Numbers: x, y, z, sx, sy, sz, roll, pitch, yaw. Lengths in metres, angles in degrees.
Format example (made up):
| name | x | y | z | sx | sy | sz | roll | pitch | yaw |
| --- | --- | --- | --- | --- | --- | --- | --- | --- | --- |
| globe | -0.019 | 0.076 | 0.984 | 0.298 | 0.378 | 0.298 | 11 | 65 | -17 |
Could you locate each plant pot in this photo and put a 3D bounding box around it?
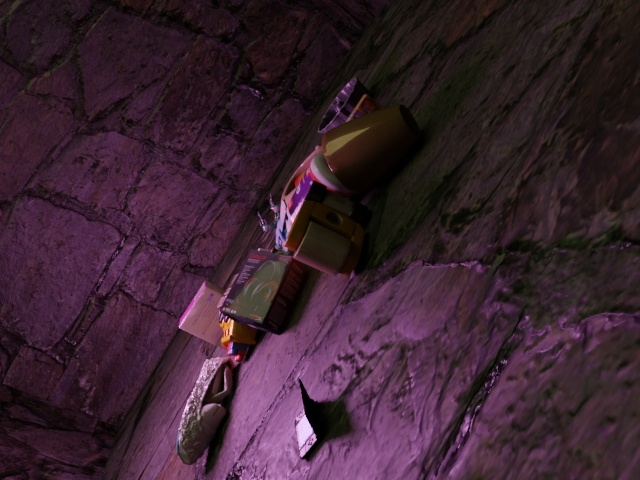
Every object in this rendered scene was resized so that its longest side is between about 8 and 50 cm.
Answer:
| name | x | y | z | sx | sy | sz | roll | pitch | yaw |
| --- | --- | --- | --- | --- | --- | --- | --- | --- | --- |
| plant pot | 0.175 | -0.310 | 1.296 | 0.254 | 0.237 | 0.237 | -29 | 31 | 33 |

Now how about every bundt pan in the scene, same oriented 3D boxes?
| name | x | y | z | sx | sy | sz | roll | pitch | yaw |
| --- | --- | --- | --- | --- | --- | --- | --- | --- | --- |
| bundt pan | 0.129 | -0.655 | 2.093 | 0.331 | 0.124 | 0.331 | -48 | 21 | 26 |

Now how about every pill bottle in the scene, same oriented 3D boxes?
| name | x | y | z | sx | sy | sz | roll | pitch | yaw |
| --- | --- | --- | --- | --- | --- | --- | --- | --- | --- |
| pill bottle | -0.008 | -0.146 | 1.484 | 0.323 | 0.182 | 0.181 | -56 | 15 | 39 |

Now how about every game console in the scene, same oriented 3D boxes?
| name | x | y | z | sx | sy | sz | roll | pitch | yaw |
| --- | --- | --- | --- | --- | --- | --- | --- | --- | --- |
| game console | -0.043 | 0.395 | 0.912 | 0.107 | 0.071 | 0.122 | -54 | 18 | 10 |

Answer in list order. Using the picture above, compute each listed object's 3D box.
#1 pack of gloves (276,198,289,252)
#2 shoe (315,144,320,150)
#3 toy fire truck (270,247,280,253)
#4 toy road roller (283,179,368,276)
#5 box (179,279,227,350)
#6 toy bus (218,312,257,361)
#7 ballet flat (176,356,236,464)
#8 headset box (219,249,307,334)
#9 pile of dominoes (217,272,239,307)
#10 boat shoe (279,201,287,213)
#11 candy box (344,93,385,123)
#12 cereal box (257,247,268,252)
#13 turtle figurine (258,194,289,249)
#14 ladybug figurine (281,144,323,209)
| name | x | y | z | sx | sy | sz | roll | pitch | yaw |
| --- | --- | --- | --- | --- | --- | --- | --- | --- | --- |
| pack of gloves | -0.174 | -0.027 | 1.736 | 0.195 | 0.046 | 0.232 | -112 | 26 | -43 |
| shoe | 0.004 | -0.457 | 2.168 | 0.058 | 0.076 | 0.219 | -50 | 21 | 7 |
| toy fire truck | -0.247 | 0.105 | 1.953 | 0.135 | 0.047 | 0.192 | -45 | 23 | 36 |
| toy road roller | 0.000 | 0.000 | 1.263 | 0.240 | 0.203 | 0.329 | -59 | 8 | 39 |
| box | -0.463 | 0.332 | 1.828 | 0.213 | 0.243 | 0.117 | -58 | 17 | 0 |
| toy bus | -0.325 | 0.369 | 1.615 | 0.220 | 0.149 | 0.211 | -33 | 46 | 56 |
| ballet flat | -0.391 | 0.571 | 1.457 | 0.147 | 0.147 | 0.409 | -49 | 21 | 26 |
| headset box | -0.196 | 0.166 | 1.479 | 0.218 | 0.110 | 0.293 | 8 | 62 | 35 |
| pile of dominoes | -0.325 | 0.194 | 1.690 | 0.251 | 0.040 | 0.196 | -27 | 27 | 48 |
| boat shoe | -0.186 | -0.140 | 2.176 | 0.073 | 0.073 | 0.207 | -12 | 38 | 12 |
| candy box | 0.180 | -0.514 | 1.754 | 0.186 | 0.109 | 0.053 | -56 | 18 | 10 |
| cereal box | -0.269 | 0.175 | 1.748 | 0.173 | 0.047 | 0.240 | 133 | 140 | -52 |
| turtle figurine | -0.201 | -0.087 | 1.900 | 0.118 | 0.234 | 0.175 | 2 | 33 | 20 |
| ladybug figurine | -0.010 | -0.248 | 1.727 | 0.449 | 0.162 | 0.305 | -30 | 33 | 56 |
